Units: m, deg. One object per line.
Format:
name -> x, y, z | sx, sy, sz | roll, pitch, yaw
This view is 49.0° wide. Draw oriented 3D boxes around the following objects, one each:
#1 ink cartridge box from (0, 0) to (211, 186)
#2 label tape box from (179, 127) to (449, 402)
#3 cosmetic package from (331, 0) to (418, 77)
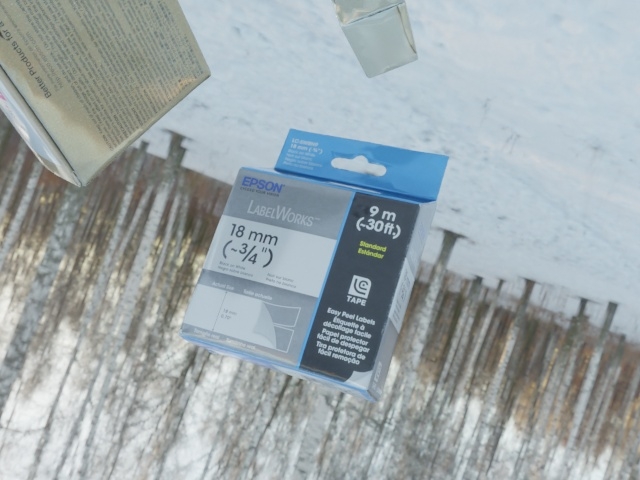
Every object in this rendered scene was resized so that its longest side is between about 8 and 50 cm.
ink cartridge box -> -0.234, -0.204, 0.664 | 0.088, 0.193, 0.235 | 24, 150, 37
label tape box -> 0.000, 0.000, 0.868 | 0.240, 0.334, 0.106 | 13, 164, 19
cosmetic package -> 0.089, -0.411, 1.229 | 0.113, 0.160, 0.309 | -18, 176, 12
